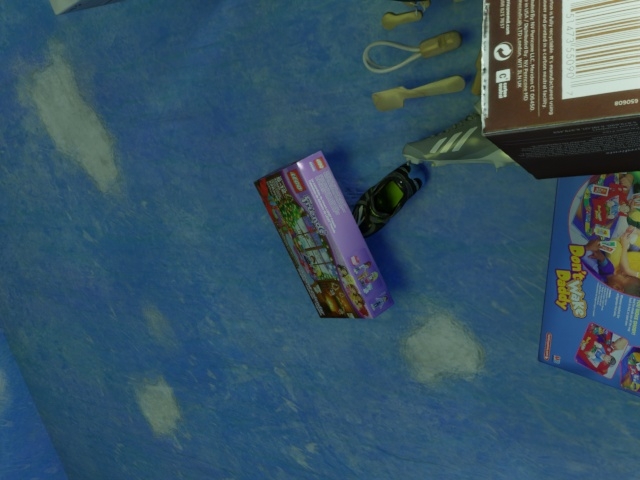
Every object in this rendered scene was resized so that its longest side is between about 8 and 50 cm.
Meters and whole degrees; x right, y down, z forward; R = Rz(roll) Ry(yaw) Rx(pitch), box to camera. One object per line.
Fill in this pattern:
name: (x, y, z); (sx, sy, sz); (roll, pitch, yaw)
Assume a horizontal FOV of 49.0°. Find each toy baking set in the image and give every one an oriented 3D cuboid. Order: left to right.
toy baking set: (0.158, -0.283, 0.972); (0.196, 0.030, 0.256); (18, 131, 13)

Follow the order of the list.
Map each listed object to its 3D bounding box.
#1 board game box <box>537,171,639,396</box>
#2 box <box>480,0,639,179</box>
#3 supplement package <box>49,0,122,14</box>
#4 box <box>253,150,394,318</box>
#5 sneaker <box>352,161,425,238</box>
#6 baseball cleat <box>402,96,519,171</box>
board game box: (0.425, 0.040, 0.923); (0.233, 0.078, 0.347); (18, 124, 34)
box: (0.291, -0.175, 0.775); (0.166, 0.203, 0.169); (-3, 78, 33)
supplement package: (-0.285, -0.487, 1.093); (0.175, 0.293, 0.178); (-8, 109, 44)
box: (0.000, 0.000, 1.254); (0.201, 0.057, 0.294); (-12, 106, 63)
sneaker: (0.096, -0.061, 1.157); (0.067, 0.078, 0.188); (51, 139, 5)
baseball cleat: (0.213, -0.157, 1.018); (0.205, 0.072, 0.110); (6, 104, 34)
